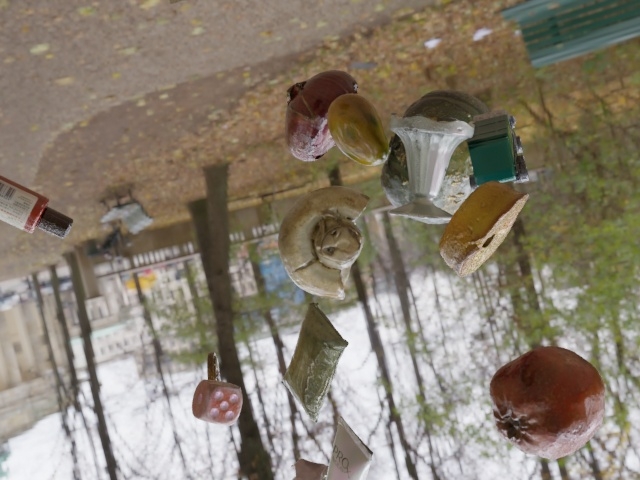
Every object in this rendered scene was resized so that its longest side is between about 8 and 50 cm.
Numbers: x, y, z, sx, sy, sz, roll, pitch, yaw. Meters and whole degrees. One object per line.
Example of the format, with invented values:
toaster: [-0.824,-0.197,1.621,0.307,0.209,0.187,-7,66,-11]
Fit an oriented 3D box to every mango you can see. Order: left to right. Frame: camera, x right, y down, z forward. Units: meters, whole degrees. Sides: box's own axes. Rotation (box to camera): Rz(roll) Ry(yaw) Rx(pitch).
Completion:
mango: [0.076,-0.227,1.759,0.111,0.163,0.089,-20,178,38]

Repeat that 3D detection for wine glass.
wine glass: [0.207,-0.141,1.623,0.165,0.196,0.165,4,-173,0]

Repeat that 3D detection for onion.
onion: [-0.003,-0.317,2.120,0.248,0.161,0.248,-37,153,-22]

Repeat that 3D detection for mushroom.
mushroom: [0.000,0.000,1.876,0.189,0.253,0.195,9,-177,-1]

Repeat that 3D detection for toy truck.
toy truck: [0.352,-0.181,1.712,0.114,0.124,0.253,-12,-153,17]

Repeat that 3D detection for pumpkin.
pumpkin: [0.295,-0.208,2.115,0.257,0.327,0.291,21,148,9]

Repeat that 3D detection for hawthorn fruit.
hawthorn fruit: [0.442,0.294,1.600,0.253,0.205,0.205,-25,-174,-34]

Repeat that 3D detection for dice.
dice: [-0.241,0.377,1.973,0.091,0.094,0.093,18,174,-30]

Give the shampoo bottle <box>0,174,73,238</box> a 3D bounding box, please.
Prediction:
shampoo bottle: [-0.775,-0.088,2.180,0.278,0.104,0.104,27,170,-13]

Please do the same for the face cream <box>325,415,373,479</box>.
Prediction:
face cream: [0.035,0.400,1.340,0.058,0.243,0.092,-8,-147,-32]

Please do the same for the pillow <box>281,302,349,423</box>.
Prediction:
pillow: [-0.018,0.334,2.324,0.075,0.302,0.185,-5,-143,-37]

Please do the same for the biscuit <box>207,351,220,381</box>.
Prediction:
biscuit: [-0.277,0.380,2.226,0.026,0.175,0.124,-4,-176,-1]

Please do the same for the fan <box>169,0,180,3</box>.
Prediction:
fan: [-0.150,-0.551,1.576,0.233,0.012,0.414,-14,-143,27]

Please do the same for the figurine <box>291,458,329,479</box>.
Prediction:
figurine: [-0.017,0.696,2.149,0.133,0.275,0.200,-6,168,26]

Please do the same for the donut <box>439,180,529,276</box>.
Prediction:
donut: [0.272,-0.025,1.448,0.174,0.075,0.190,-46,162,-17]
